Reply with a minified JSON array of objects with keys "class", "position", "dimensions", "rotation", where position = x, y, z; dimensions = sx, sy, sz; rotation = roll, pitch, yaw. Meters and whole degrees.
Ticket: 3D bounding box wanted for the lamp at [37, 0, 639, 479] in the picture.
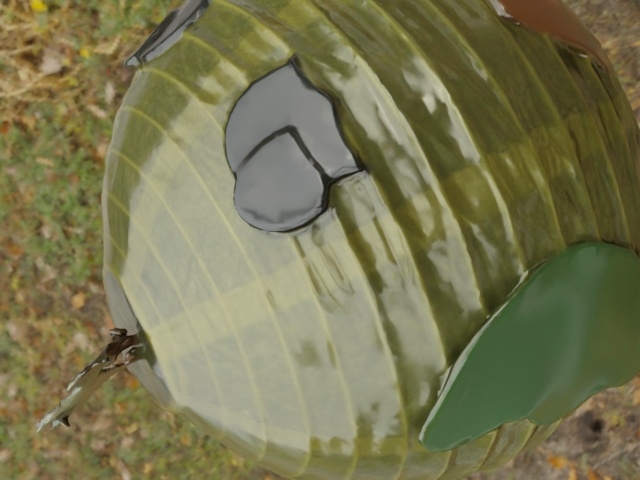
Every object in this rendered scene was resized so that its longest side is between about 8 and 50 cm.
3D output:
[{"class":"lamp","position":[0.000,0.000,0.458],"dimensions":[0.250,0.284,0.250],"rotation":[52,160,28]}]
